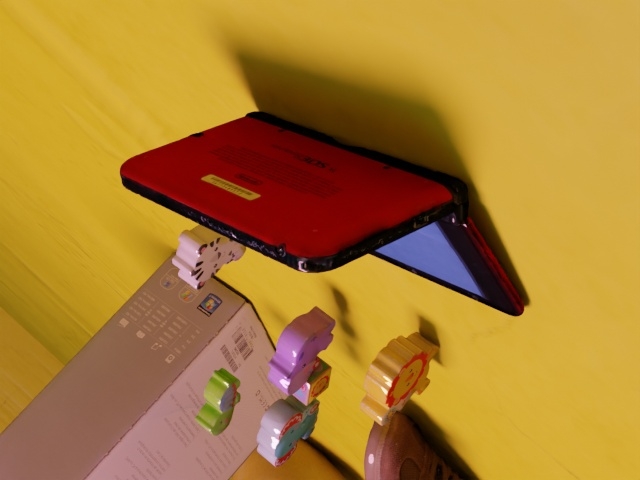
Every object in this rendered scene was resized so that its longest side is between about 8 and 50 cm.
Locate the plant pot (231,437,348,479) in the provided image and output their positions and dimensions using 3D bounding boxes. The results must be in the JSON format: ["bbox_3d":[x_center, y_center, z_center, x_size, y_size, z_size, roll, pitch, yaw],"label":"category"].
[{"bbox_3d":[-0.038,0.250,1.141,0.134,0.134,0.095,74,170,-60],"label":"plant pot"}]

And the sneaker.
[{"bbox_3d":[0.085,0.181,0.822,0.071,0.066,0.188,3,143,22],"label":"sneaker"}]

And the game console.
[{"bbox_3d":[0.000,0.000,0.512,0.144,0.124,0.085,23,128,45],"label":"game console"}]

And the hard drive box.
[{"bbox_3d":[-0.140,0.155,0.924,0.089,0.232,0.181,32,159,29],"label":"hard drive box"}]

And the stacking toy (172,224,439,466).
[{"bbox_3d":[-0.018,0.099,0.727,0.167,0.052,0.221,34,140,25],"label":"stacking toy"}]
